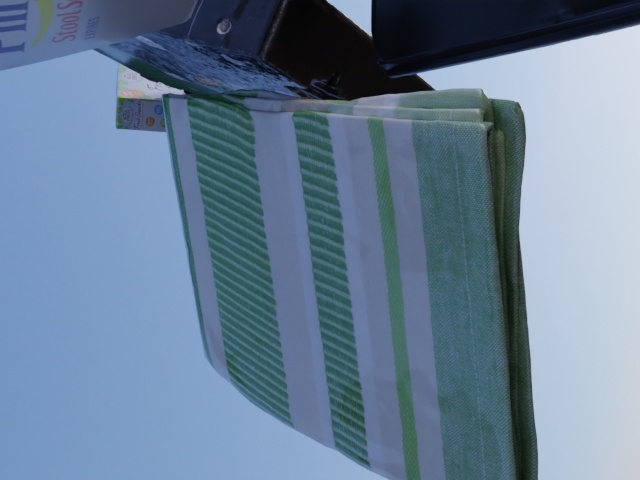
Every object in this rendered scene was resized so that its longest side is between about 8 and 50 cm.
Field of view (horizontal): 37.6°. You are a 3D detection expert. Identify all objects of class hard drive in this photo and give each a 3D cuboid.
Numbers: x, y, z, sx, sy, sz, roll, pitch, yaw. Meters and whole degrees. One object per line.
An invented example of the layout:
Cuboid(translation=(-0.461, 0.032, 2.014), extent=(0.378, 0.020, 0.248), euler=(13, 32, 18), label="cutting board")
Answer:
Cuboid(translation=(-0.088, -0.157, 0.743), extent=(0.237, 0.339, 0.064), euler=(23, -92, -53), label="hard drive")

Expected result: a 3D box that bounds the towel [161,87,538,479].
Cuboid(translation=(0.004, 0.023, 0.606), extent=(0.038, 0.325, 0.247), euler=(-17, -71, -35), label="towel")

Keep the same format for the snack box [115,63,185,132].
Cuboid(translation=(-0.163, -0.152, 0.984), extent=(0.141, 0.100, 0.037), euler=(-113, 28, -61), label="snack box")

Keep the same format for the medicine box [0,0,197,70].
Cuboid(translation=(-0.140, -0.248, 0.356), extent=(0.149, 0.263, 0.289), euler=(-21, -95, -22), label="medicine box")

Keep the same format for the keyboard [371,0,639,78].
Cuboid(translation=(0.129, -0.197, 0.460), extent=(0.033, 0.317, 0.201), euler=(1, -90, -35), label="keyboard")
